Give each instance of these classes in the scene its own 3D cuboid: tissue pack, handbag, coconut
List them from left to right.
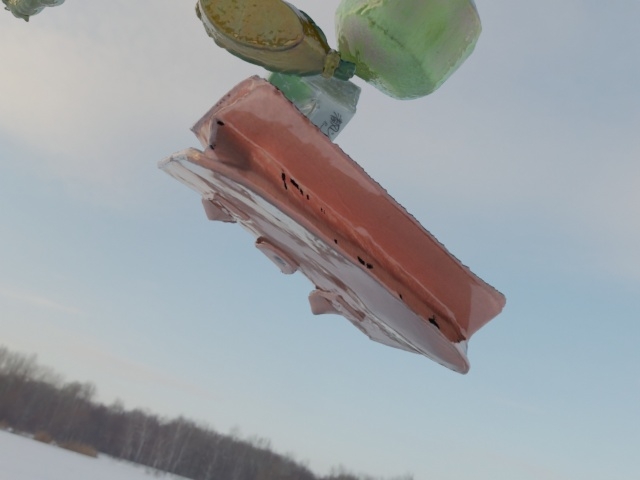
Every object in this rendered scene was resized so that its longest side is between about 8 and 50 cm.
[{"bbox_3d":[-0.061,-0.197,1.110,0.159,0.145,0.229,32,-48,-13],"label":"tissue pack"},{"bbox_3d":[0.000,0.000,0.411,0.212,0.059,0.157,40,-16,-19],"label":"handbag"},{"bbox_3d":[0.138,-0.353,1.006,0.235,0.236,0.204,-10,-37,46],"label":"coconut"}]

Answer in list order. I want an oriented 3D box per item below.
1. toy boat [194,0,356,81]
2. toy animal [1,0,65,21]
[{"bbox_3d":[-0.065,-0.255,0.783,0.229,0.089,0.088,27,3,11],"label":"toy boat"},{"bbox_3d":[-0.363,-0.374,0.885,0.218,0.103,0.101,-26,-12,4],"label":"toy animal"}]
